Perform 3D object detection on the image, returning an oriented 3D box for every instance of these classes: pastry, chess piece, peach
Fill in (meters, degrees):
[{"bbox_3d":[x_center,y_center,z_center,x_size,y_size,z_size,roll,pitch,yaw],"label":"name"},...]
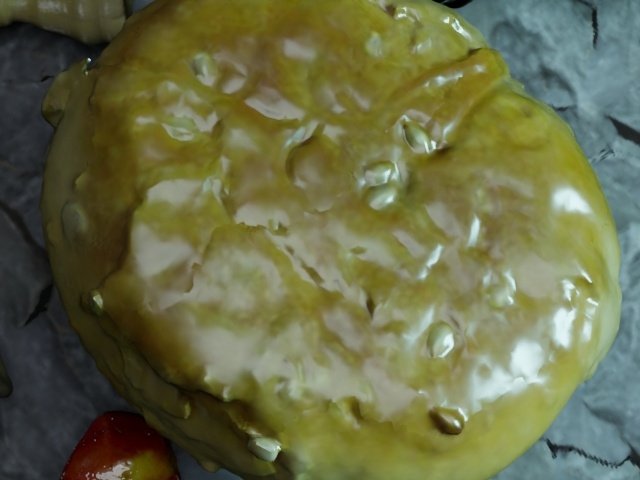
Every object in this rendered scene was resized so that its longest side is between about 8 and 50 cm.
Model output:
[{"bbox_3d":[0.000,0.000,0.924,0.316,0.184,0.284,39,72,5],"label":"pastry"},{"bbox_3d":[-0.173,-0.147,0.996,0.122,0.066,0.066,-1,81,0],"label":"chess piece"},{"bbox_3d":[-0.122,0.138,0.960,0.083,0.050,0.077,-21,82,-5],"label":"peach"}]

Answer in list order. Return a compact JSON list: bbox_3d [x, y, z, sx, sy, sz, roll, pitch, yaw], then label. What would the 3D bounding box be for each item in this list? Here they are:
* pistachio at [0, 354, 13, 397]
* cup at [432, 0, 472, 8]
[{"bbox_3d":[-0.283,0.063,0.912,0.238,0.153,0.137,21,89,-29],"label":"pistachio"},{"bbox_3d":[0.168,-0.227,0.988,0.280,0.196,0.196,2,80,-15],"label":"cup"}]
